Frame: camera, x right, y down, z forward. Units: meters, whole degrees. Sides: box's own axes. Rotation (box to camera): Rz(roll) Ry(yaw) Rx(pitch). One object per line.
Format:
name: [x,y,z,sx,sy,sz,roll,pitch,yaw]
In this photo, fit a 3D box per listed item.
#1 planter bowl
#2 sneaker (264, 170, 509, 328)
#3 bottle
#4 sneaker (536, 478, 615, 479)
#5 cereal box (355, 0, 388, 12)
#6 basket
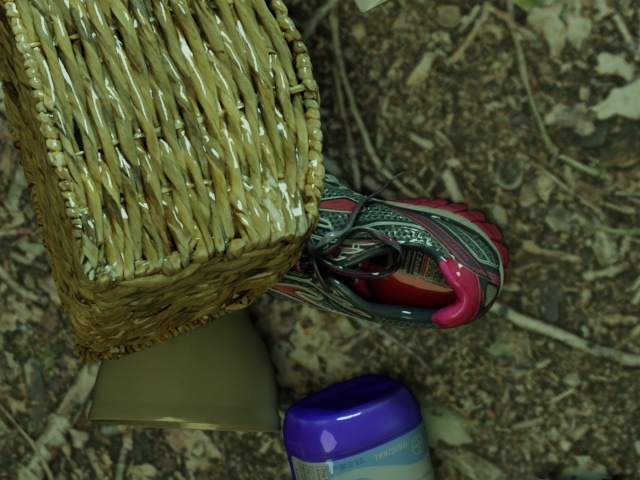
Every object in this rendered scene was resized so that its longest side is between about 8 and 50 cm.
planter bowl: [-0.112,0.103,1.159,0.162,0.162,0.109,0,80,15]
sneaker: [0.000,0.000,1.110,0.299,0.112,0.120,8,108,13]
bottle: [0.051,0.262,1.172,0.118,0.092,0.282,-18,104,-25]
sneaker: [0.240,0.307,1.153,0.121,0.079,0.216,-3,104,18]
cereal box: [0.054,-0.317,1.034,0.173,0.047,0.240,-26,97,18]
basket: [-0.124,-0.087,1.070,0.214,0.223,0.299,-16,73,-16]
